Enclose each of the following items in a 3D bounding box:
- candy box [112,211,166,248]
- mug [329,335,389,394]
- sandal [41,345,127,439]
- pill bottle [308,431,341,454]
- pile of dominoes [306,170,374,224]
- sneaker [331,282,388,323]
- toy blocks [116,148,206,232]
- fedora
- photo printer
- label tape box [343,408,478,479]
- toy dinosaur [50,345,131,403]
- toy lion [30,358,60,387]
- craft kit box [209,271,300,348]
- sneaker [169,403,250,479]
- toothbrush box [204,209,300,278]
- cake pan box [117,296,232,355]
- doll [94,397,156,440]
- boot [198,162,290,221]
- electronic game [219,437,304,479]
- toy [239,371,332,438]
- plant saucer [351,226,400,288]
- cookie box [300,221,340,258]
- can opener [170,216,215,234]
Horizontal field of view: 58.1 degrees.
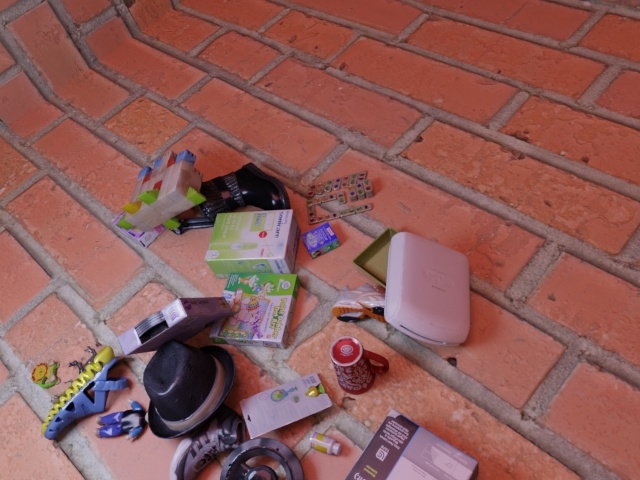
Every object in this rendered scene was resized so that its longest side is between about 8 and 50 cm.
[{"bbox_3d":[-0.668,-0.087,2.213,0.165,0.070,0.196,26,65,31],"label":"candy box"},{"bbox_3d":[0.102,0.335,1.610,0.150,0.169,0.113,-30,51,-7],"label":"mug"},{"bbox_3d":[-0.714,0.485,1.761,0.317,0.138,0.126,-49,12,-10],"label":"sandal"},{"bbox_3d":[0.013,0.550,1.552,0.083,0.043,0.043,13,58,24],"label":"pill bottle"},{"bbox_3d":[0.064,-0.168,2.090,0.251,0.040,0.196,-14,51,5],"label":"pile of dominoes"},{"bbox_3d":[0.170,0.180,1.762,0.262,0.099,0.121,2,47,14],"label":"sneaker"},{"bbox_3d":[-0.555,-0.203,2.084,0.381,0.191,0.260,-22,47,33],"label":"toy blocks"},{"bbox_3d":[-0.405,0.394,1.656,0.334,0.152,0.334,-22,32,15],"label":"fedora"},{"bbox_3d":[0.311,0.148,1.668,0.256,0.107,0.307,21,53,-15],"label":"photo printer"},{"bbox_3d":[0.190,0.628,1.398,0.249,0.115,0.347,26,62,29],"label":"label tape box"},{"bbox_3d":[-0.750,0.417,1.858,0.268,0.064,0.118,-34,67,-12],"label":"toy dinosaur"},{"bbox_3d":[-0.912,0.445,1.902,0.096,0.034,0.100,-28,51,3],"label":"toy lion"},{"bbox_3d":[-0.208,0.221,1.861,0.247,0.061,0.249,2,54,14],"label":"craft kit box"},{"bbox_3d":[-0.297,0.574,1.581,0.153,0.101,0.268,9,54,25],"label":"sneaker"},{"bbox_3d":[-0.228,0.013,1.982,0.283,0.122,0.206,-1,54,13],"label":"toothbrush box"},{"bbox_3d":[-0.433,0.254,1.726,0.246,0.267,0.070,-34,75,17],"label":"cake pan box"},{"bbox_3d":[-0.579,0.538,1.725,0.189,0.046,0.129,-11,52,8],"label":"doll"},{"bbox_3d":[-0.289,-0.146,2.085,0.260,0.131,0.348,-26,39,-25],"label":"boot"},{"bbox_3d":[-0.154,0.637,1.508,0.229,0.048,0.229,-3,69,9],"label":"electronic game"},{"bbox_3d":[-0.096,0.474,1.629,0.237,0.056,0.137,-22,37,-10],"label":"toy"},{"bbox_3d":[0.230,0.069,1.858,0.188,0.045,0.188,-41,53,-16],"label":"plant saucer"},{"bbox_3d":[0.000,0.000,1.978,0.107,0.040,0.092,-25,51,-4],"label":"cookie box"},{"bbox_3d":[-0.482,-0.064,2.150,0.186,0.059,0.073,-7,52,11],"label":"can opener"}]
